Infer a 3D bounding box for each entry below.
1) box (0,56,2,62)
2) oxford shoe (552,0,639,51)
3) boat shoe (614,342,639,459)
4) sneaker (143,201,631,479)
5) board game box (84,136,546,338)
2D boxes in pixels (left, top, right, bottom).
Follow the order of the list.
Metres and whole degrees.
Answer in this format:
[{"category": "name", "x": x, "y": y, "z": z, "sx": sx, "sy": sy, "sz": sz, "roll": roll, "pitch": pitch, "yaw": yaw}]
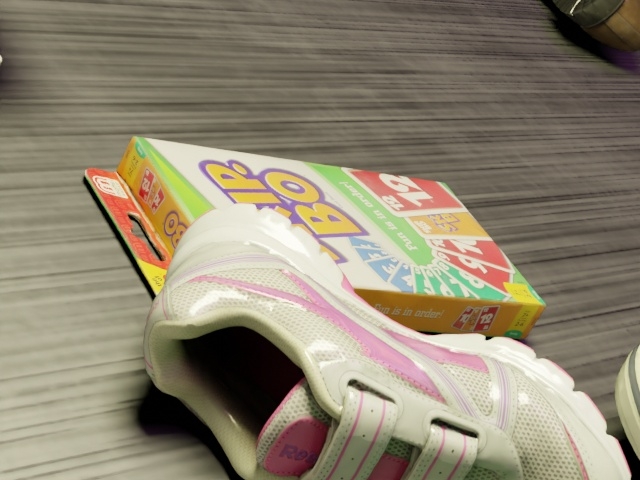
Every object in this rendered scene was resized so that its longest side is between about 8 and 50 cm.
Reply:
[{"category": "box", "x": -0.262, "y": -0.075, "z": 0.747, "sx": 0.203, "sy": 0.114, "sz": 0.103, "roll": 4, "pitch": 37, "yaw": -44}, {"category": "oxford shoe", "x": 0.257, "y": -0.235, "z": 1.607, "sx": 0.096, "sy": 0.083, "sz": 0.227, "roll": 39, "pitch": 22, "yaw": -24}, {"category": "boat shoe", "x": 0.396, "y": 0.173, "z": 0.933, "sx": 0.500, "sy": 0.156, "sz": 0.187, "roll": 30, "pitch": 28, "yaw": 4}, {"category": "sneaker", "x": 0.020, "y": 0.086, "z": 0.781, "sx": 0.252, "sy": 0.103, "sz": 0.111, "roll": 28, "pitch": 30, "yaw": 10}, {"category": "board game box", "x": 0.000, "y": 0.000, "z": 0.972, "sx": 0.259, "sy": 0.039, "sz": 0.124, "roll": 4, "pitch": 36, "yaw": -37}]
